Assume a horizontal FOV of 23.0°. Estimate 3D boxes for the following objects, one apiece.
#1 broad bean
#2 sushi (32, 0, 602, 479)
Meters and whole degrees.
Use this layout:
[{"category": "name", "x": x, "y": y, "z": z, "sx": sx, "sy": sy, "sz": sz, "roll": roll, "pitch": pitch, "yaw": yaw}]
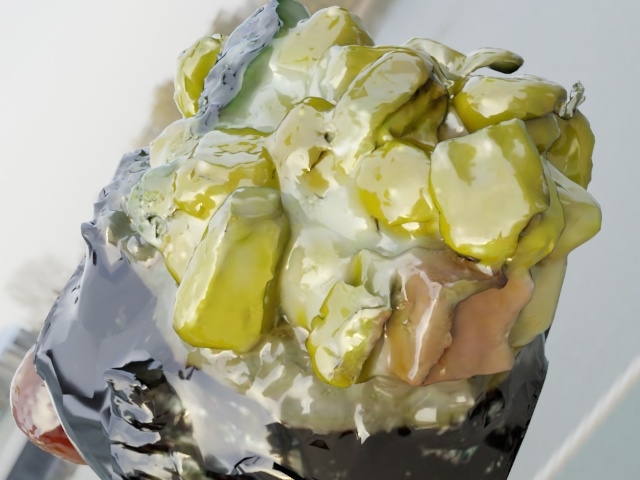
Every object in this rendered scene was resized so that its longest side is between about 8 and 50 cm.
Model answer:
[{"category": "broad bean", "x": -0.142, "y": 0.113, "z": 1.145, "sx": 0.084, "sy": 0.165, "sz": 0.114, "roll": -143, "pitch": 65, "yaw": -86}, {"category": "sushi", "x": 0.000, "y": 0.000, "z": 0.959, "sx": 0.328, "sy": 0.329, "sz": 0.285, "roll": -60, "pitch": -19, "yaw": -46}]
